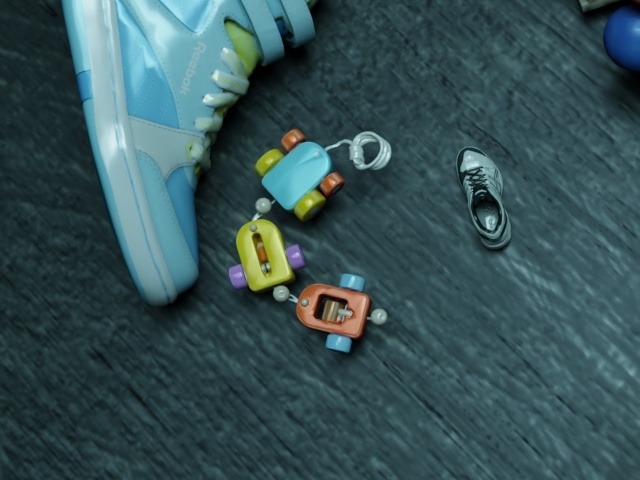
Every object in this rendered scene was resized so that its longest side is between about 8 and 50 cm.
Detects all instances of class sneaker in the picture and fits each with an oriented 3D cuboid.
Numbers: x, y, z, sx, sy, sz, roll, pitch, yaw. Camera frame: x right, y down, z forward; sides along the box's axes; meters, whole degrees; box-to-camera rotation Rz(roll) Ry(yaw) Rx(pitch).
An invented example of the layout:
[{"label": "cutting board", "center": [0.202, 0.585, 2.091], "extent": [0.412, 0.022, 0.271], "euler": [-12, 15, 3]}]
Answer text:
[{"label": "sneaker", "center": [0.122, -0.036, 1.184], "extent": [0.032, 0.037, 0.083], "euler": [-21, 70, 7]}, {"label": "sneaker", "center": [-0.079, -0.120, 1.208], "extent": [0.208, 0.127, 0.319], "euler": [-10, 88, -7]}]

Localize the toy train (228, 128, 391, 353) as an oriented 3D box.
[{"label": "toy train", "center": [0.000, 0.000, 1.197], "extent": [0.125, 0.046, 0.166], "euler": [7, 80, 12]}]

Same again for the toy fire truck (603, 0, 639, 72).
[{"label": "toy fire truck", "center": [0.321, -0.178, 1.069], "extent": [0.254, 0.302, 0.169], "euler": [12, 42, 20]}]

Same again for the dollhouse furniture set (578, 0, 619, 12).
[{"label": "dollhouse furniture set", "center": [0.209, -0.324, 1.218], "extent": [0.212, 0.161, 0.242], "euler": [-17, 50, 6]}]
